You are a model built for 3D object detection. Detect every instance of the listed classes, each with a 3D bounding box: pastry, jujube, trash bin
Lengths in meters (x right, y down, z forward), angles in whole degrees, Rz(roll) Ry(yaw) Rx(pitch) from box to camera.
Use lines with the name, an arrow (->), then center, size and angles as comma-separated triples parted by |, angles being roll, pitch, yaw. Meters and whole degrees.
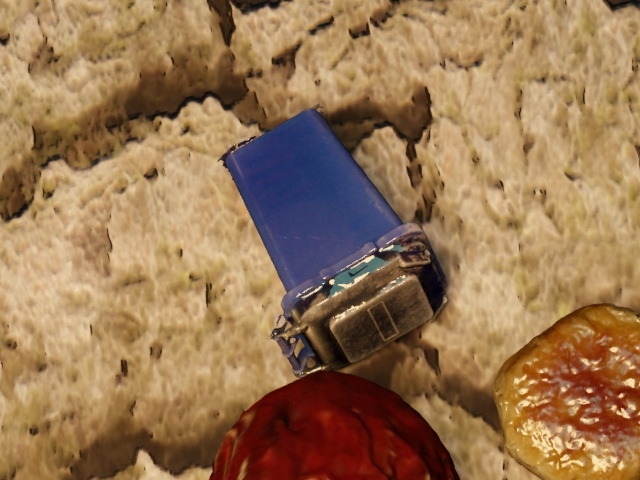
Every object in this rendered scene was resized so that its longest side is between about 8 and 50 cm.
pastry -> 0.267, 0.157, 1.849 | 0.182, 0.093, 0.192 | 41, 79, 20
jujube -> 0.014, 0.276, 1.719 | 0.258, 0.258, 0.376 | -15, 23, 5
trash bin -> 0.000, 0.000, 1.938 | 0.184, 0.162, 0.234 | -30, 60, -2
